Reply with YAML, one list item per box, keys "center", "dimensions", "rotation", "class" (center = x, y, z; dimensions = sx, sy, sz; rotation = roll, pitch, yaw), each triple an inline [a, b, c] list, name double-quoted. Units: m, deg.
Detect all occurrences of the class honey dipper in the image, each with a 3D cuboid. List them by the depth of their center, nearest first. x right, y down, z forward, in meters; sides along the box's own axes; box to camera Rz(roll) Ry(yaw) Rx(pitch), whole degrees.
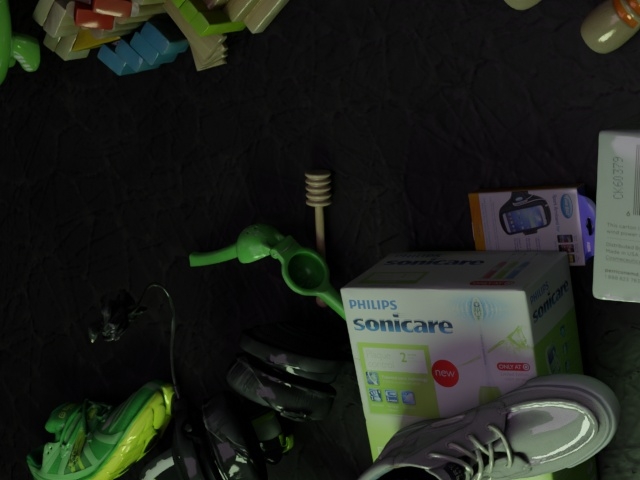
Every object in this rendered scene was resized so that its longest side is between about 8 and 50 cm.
- center: [0.000, 0.000, 1.457]
  dimensions: [0.030, 0.030, 0.161]
  rotation: [7, 108, 31]
  class: "honey dipper"

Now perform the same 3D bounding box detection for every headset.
- center: [-0.080, 0.193, 1.422]
  dimensions: [0.394, 0.185, 0.243]
  rotation: [41, 94, -1]
  class: "headset"

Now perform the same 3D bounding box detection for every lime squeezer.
- center: [-0.042, 0.045, 1.456]
  dimensions: [0.310, 0.059, 0.110]
  rotation: [25, 122, 30]
  class: "lime squeezer"

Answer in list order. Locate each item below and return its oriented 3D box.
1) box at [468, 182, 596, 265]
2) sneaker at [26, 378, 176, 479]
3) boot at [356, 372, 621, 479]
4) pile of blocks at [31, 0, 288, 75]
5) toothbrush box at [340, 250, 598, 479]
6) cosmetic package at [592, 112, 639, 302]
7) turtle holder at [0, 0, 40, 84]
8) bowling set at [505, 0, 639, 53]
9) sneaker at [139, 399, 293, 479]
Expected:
- center: [0.222, -0.015, 1.313]
  dimensions: [0.136, 0.028, 0.081]
  rotation: [-2, 102, 31]
  class: "box"
- center: [-0.297, 0.257, 1.668]
  dimensions: [0.295, 0.109, 0.123]
  rotation: [-40, 84, 34]
  class: "sneaker"
- center: [0.150, 0.206, 1.201]
  dimensions: [0.258, 0.123, 0.095]
  rotation: [-26, 94, 35]
  class: "boot"
- center: [-0.197, -0.254, 1.463]
  dimensions: [0.362, 0.112, 0.149]
  rotation: [-14, 95, 35]
  class: "pile of blocks"
- center: [0.158, 0.161, 1.330]
  dimensions: [0.206, 0.122, 0.283]
  rotation: [0, 108, 32]
  class: "toothbrush box"
- center: [0.342, -0.033, 1.135]
  dimensions: [0.151, 0.183, 0.151]
  rotation: [8, 106, 31]
  class: "cosmetic package"
- center: [-0.463, -0.272, 1.500]
  dimensions: [0.320, 0.227, 0.243]
  rotation: [41, 138, 53]
  class: "turtle holder"
- center: [0.206, -0.296, 1.143]
  dimensions: [0.154, 0.200, 0.287]
  rotation: [-39, 85, 40]
  class: "bowling set"
- center: [-0.130, 0.278, 1.582]
  dimensions: [0.234, 0.084, 0.097]
  rotation: [-34, 85, 34]
  class: "sneaker"
